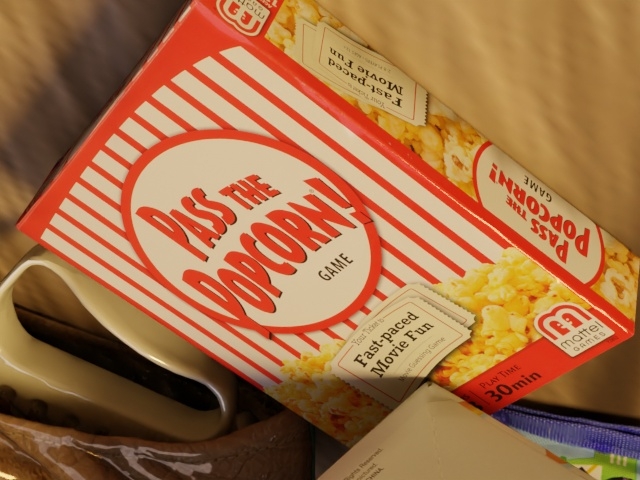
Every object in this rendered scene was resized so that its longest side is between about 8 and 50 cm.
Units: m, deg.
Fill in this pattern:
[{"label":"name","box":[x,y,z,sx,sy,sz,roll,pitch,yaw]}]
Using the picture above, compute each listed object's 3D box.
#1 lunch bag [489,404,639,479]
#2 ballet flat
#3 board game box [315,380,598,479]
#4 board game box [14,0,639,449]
[{"label":"lunch bag","box":[0.155,0.198,0.515,0.293,0.138,0.221,19,139,18]},{"label":"ballet flat","box":[-0.157,0.049,0.496,0.342,0.116,0.124,21,116,-1]},{"label":"board game box","box":[0.056,0.221,0.437,0.142,0.144,0.275,28,140,35]},{"label":"board game box","box":[0.000,0.000,0.425,0.193,0.045,0.147,35,134,-15]}]
